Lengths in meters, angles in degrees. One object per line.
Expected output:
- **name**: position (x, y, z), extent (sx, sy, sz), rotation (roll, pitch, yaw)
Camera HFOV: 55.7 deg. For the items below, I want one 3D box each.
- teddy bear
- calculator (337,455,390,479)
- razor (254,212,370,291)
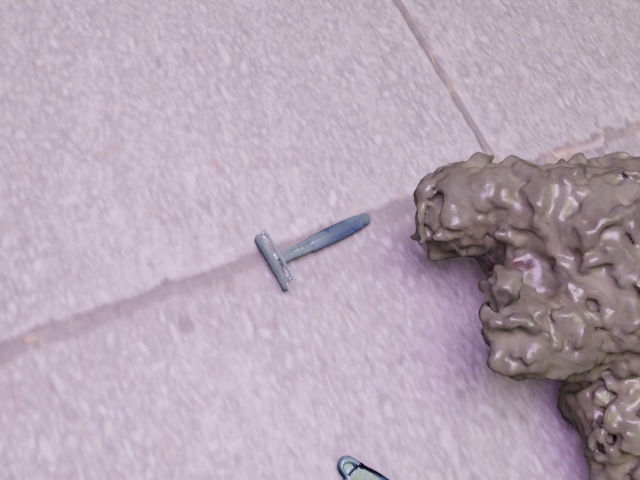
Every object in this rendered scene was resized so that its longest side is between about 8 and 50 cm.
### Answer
- **teddy bear**: position (0.285, 0.089, 0.613), extent (0.358, 0.224, 0.367), rotation (-5, 91, -32)
- **calculator**: position (0.065, 0.271, 0.580), extent (0.141, 0.019, 0.094), rotation (32, 66, 3)
- **razor**: position (0.000, 0.000, 0.680), extent (0.135, 0.040, 0.068), rotation (-24, 74, -26)
